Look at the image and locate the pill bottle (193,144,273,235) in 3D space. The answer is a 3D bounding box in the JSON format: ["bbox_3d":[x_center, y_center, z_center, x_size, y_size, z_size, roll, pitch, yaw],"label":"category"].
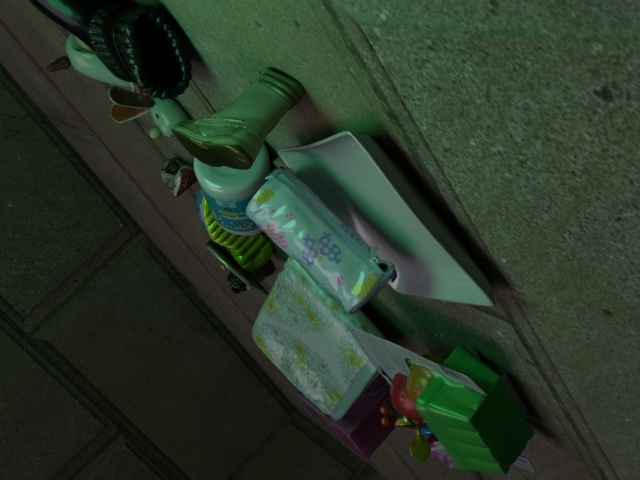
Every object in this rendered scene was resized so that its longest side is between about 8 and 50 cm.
[{"bbox_3d":[-0.161,-0.104,1.804,0.146,0.146,0.264,40,165,19],"label":"pill bottle"}]

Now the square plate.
[{"bbox_3d":[0.103,-0.040,1.448,0.347,0.049,0.344,49,166,-14],"label":"square plate"}]

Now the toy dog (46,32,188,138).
[{"bbox_3d":[-0.451,-0.338,1.931,0.333,0.161,0.220,42,165,12],"label":"toy dog"}]

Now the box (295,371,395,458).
[{"bbox_3d":[0.098,0.408,2.350,0.243,0.213,0.117,28,158,50],"label":"box"}]

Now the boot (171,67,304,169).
[{"bbox_3d":[-0.133,-0.199,1.427,0.213,0.165,0.077,17,155,49],"label":"boot"}]

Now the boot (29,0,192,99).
[{"bbox_3d":[-0.392,-0.408,1.628,0.348,0.131,0.260,41,176,-30],"label":"boot"}]

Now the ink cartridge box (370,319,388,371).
[{"bbox_3d":[0.082,0.252,2.205,0.160,0.092,0.219,39,164,20],"label":"ink cartridge box"}]

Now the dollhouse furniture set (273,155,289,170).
[{"bbox_3d":[-0.041,-0.056,1.644,0.151,0.123,0.144,53,164,-27],"label":"dollhouse furniture set"}]

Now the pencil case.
[{"bbox_3d":[0.000,0.000,1.517,0.273,0.113,0.124,43,157,10],"label":"pencil case"}]

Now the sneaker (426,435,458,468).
[{"bbox_3d":[0.329,0.526,2.257,0.111,0.103,0.252,45,166,6],"label":"sneaker"}]

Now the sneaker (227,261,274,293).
[{"bbox_3d":[-0.202,0.095,2.541,0.101,0.106,0.267,45,164,5],"label":"sneaker"}]

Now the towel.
[{"bbox_3d":[-0.006,0.232,2.075,0.320,0.090,0.374,45,144,11],"label":"towel"}]

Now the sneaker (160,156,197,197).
[{"bbox_3d":[-0.379,-0.168,2.342,0.093,0.088,0.225,49,165,-10],"label":"sneaker"}]

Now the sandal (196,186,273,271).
[{"bbox_3d":[-0.236,-0.045,2.231,0.138,0.126,0.317,40,164,36],"label":"sandal"}]

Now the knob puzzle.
[{"bbox_3d":[-0.230,0.067,2.281,0.213,0.030,0.213,43,-177,-3],"label":"knob puzzle"}]

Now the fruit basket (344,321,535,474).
[{"bbox_3d":[0.236,0.299,1.764,0.353,0.165,0.327,24,155,53],"label":"fruit basket"}]

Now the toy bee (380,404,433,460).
[{"bbox_3d":[0.220,0.392,2.077,0.298,0.162,0.195,82,-174,-54],"label":"toy bee"}]
